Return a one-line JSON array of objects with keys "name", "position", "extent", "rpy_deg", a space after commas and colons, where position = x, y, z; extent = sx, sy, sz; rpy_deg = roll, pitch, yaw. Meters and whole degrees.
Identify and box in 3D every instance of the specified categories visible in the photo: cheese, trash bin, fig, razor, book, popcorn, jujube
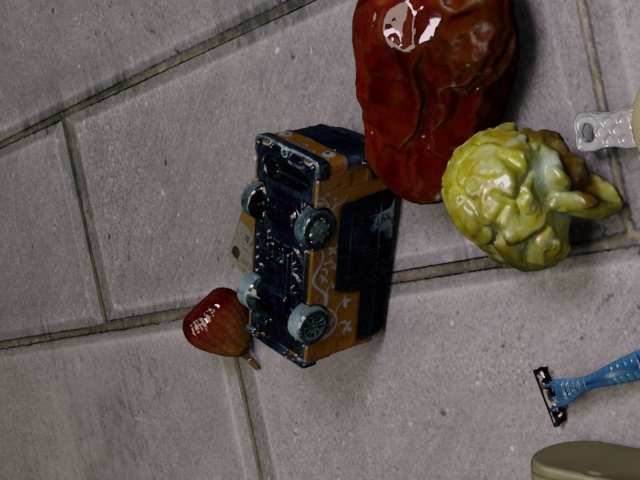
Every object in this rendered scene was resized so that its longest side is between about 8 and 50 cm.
[{"name": "cheese", "position": [0.394, -0.151, 1.412], "extent": [0.249, 0.071, 0.163], "rpy_deg": [28, 119, 45]}, {"name": "trash bin", "position": [0.380, 0.387, 1.528], "extent": [0.243, 0.121, 0.247], "rpy_deg": [0, 103, 51]}, {"name": "fig", "position": [-0.174, 0.162, 2.140], "extent": [0.119, 0.119, 0.153], "rpy_deg": [-29, 76, 50]}, {"name": "razor", "position": [0.361, 0.170, 1.553], "extent": [0.253, 0.042, 0.082], "rpy_deg": [-30, 75, 49]}, {"name": "book", "position": [-0.101, -0.005, 2.092], "extent": [0.118, 0.012, 0.172], "rpy_deg": [45, 131, 33]}, {"name": "popcorn", "position": [0.258, -0.055, 1.537], "extent": [0.212, 0.198, 0.198], "rpy_deg": [-14, 88, 25]}, {"name": "jujube", "position": [0.139, -0.207, 1.615], "extent": [0.216, 0.216, 0.342], "rpy_deg": [38, 140, 39]}]

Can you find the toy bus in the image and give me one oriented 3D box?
[{"name": "toy bus", "position": [0.000, 0.000, 1.829], "extent": [0.162, 0.194, 0.323], "rpy_deg": [29, 123, 44]}]
